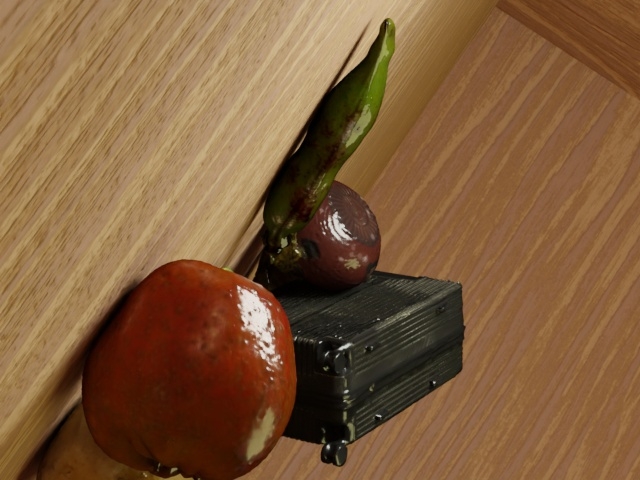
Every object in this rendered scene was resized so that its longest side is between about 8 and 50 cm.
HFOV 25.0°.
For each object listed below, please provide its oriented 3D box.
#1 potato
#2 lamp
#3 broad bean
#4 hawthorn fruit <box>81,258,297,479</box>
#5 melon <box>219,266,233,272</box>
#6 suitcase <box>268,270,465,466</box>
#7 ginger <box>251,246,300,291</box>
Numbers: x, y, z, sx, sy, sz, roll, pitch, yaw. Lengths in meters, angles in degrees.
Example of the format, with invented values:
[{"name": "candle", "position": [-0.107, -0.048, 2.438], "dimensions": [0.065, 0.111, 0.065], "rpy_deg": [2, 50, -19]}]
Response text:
[{"name": "potato", "position": [-0.175, 0.195, 1.319], "dimensions": [0.150, 0.146, 0.234], "rpy_deg": [-24, -168, 24]}, {"name": "lamp", "position": [0.000, -0.003, 1.883], "dimensions": [0.135, 0.157, 0.156], "rpy_deg": [-36, -157, 32]}, {"name": "broad bean", "position": [0.005, -0.102, 1.622], "dimensions": [0.339, 0.061, 0.077], "rpy_deg": [-57, -175, 28]}, {"name": "hawthorn fruit", "position": [-0.103, 0.108, 1.171], "dimensions": [0.189, 0.189, 0.189], "rpy_deg": [-56, 177, -4]}, {"name": "melon", "position": [-0.116, 0.095, 1.615], "dimensions": [0.128, 0.079, 0.160], "rpy_deg": [-52, 175, -39]}, {"name": "suitcase", "position": [0.018, 0.148, 1.874], "dimensions": [0.335, 0.229, 0.152], "rpy_deg": [-22, 116, -53]}, {"name": "ginger", "position": [-0.076, 0.104, 2.065], "dimensions": [0.309, 0.107, 0.133], "rpy_deg": [-57, 171, 5]}]
